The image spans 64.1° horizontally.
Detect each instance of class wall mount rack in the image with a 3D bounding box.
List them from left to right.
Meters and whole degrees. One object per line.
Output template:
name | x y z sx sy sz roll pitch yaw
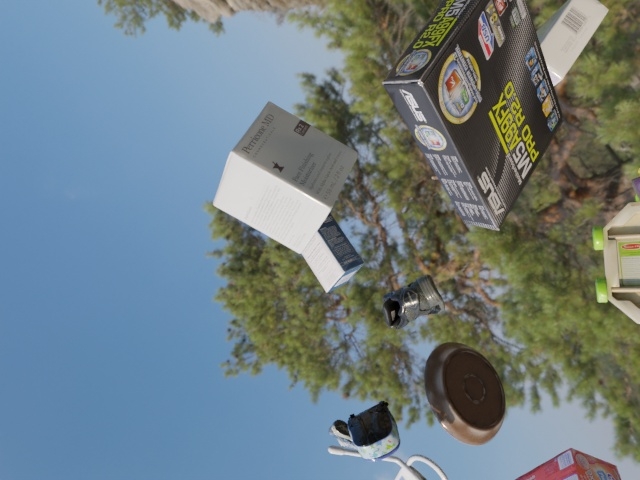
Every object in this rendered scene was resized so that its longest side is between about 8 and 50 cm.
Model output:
wall mount rack | 0.150 0.611 1.212 0.304 0.349 0.131 37 -135 26

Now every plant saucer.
plant saucer | 0.448 0.449 1.536 0.311 0.050 0.310 15 -124 -23

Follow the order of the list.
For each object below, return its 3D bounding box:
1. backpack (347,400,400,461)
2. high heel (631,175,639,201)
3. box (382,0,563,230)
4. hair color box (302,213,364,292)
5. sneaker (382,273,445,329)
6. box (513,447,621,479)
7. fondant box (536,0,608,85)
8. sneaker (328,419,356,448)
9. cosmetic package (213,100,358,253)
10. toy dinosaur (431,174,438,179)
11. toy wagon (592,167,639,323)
backpack | 0.122 0.425 1.110 0.114 0.105 0.084 -109 -6 -75
high heel | 0.687 -0.038 0.935 0.082 0.117 0.243 -10 -107 -37
box | 0.215 -0.179 0.667 0.060 0.216 0.270 16 155 48
hair color box | 0.000 0.000 1.903 0.105 0.174 0.347 -22 -109 -35
sneaker | 0.204 0.138 1.130 0.087 0.130 0.227 67 -168 14
box | 0.578 0.655 1.244 0.142 0.299 0.154 24 -142 -11
fondant box | 0.570 -0.467 1.365 0.096 0.238 0.330 37 168 0
sneaker | 0.081 0.544 1.408 0.135 0.058 0.052 36 -142 -5
cosmetic package | -0.062 -0.107 0.891 0.184 0.151 0.151 29 -128 -5
toy dinosaur | 0.343 -0.189 1.213 0.200 0.127 0.295 80 -151 -41
toy wagon | 0.739 0.007 1.102 0.068 0.268 0.343 20 -111 -62
